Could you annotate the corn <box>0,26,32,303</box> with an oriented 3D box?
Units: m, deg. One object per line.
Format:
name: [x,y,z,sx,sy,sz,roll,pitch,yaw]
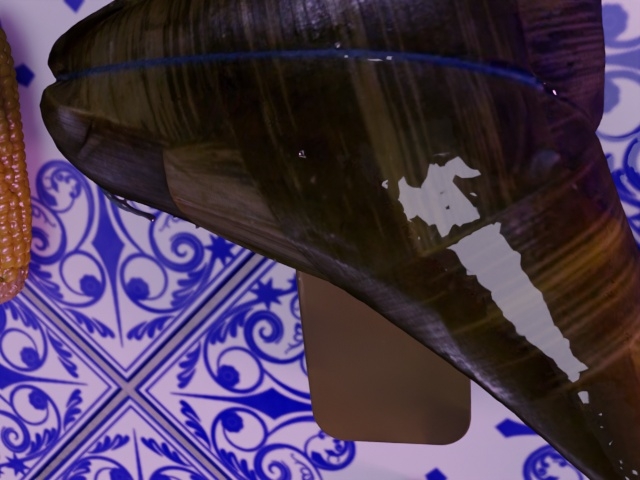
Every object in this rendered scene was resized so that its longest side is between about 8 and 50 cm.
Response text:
corn: [-0.352,-0.088,0.607,0.119,0.119,0.322,6,108,12]

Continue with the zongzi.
zongzi: [0.000,0.000,0.412,0.403,0.208,0.432,-11,72,14]

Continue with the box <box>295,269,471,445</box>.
box: [0.063,0.075,0.567,0.144,0.090,0.201,-3,106,15]
